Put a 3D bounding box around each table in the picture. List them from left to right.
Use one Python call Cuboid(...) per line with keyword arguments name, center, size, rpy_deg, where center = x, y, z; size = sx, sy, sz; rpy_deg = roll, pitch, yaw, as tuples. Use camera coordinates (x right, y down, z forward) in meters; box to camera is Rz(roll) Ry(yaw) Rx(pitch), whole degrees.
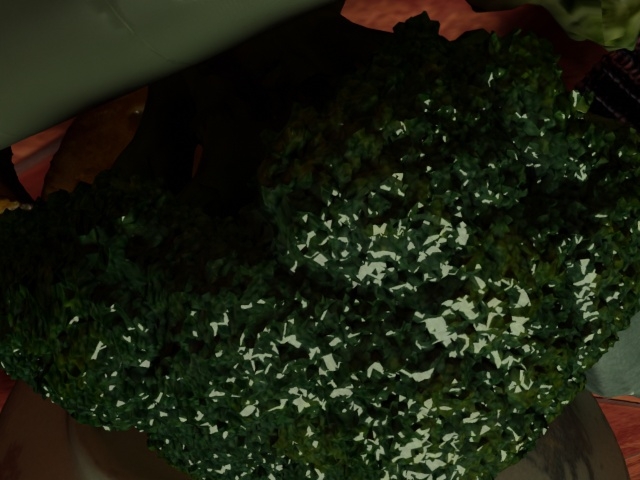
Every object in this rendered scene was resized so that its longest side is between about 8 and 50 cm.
Cuboid(name="table", center=(-0.100, -0.108, 0.605), size=(0.220, 0.126, 0.126), rpy_deg=(-22, 159, 19))

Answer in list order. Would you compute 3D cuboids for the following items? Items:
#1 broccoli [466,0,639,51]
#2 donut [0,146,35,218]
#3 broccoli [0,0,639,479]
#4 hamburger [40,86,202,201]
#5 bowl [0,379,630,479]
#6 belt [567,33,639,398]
Cuboid(name="broccoli", center=(0.130, -0.125, 0.532), size=(0.263, 0.243, 0.247), rpy_deg=(-30, -172, 34))
Cuboid(name="donut", center=(-0.213, -0.021, 0.825), size=(0.140, 0.059, 0.140), rpy_deg=(-14, 177, -1))
Cuboid(name="broccoli", center=(0.000, 0.000, 0.670), size=(0.261, 0.241, 0.269), rpy_deg=(5, 136, -28))
Cuboid(name="hamburger", center=(-0.048, 0.003, 0.852), size=(0.182, 0.191, 0.118), rpy_deg=(-23, 162, 6))
Cuboid(name="bowl", center=(-0.035, 0.126, 0.968), size=(0.435, 0.435, 0.196), rpy_deg=(-15, 140, 0))
Cuboid(name="belt", center=(0.225, -0.027, 0.967), size=(0.260, 0.122, 0.325), rpy_deg=(-42, 155, -5))
